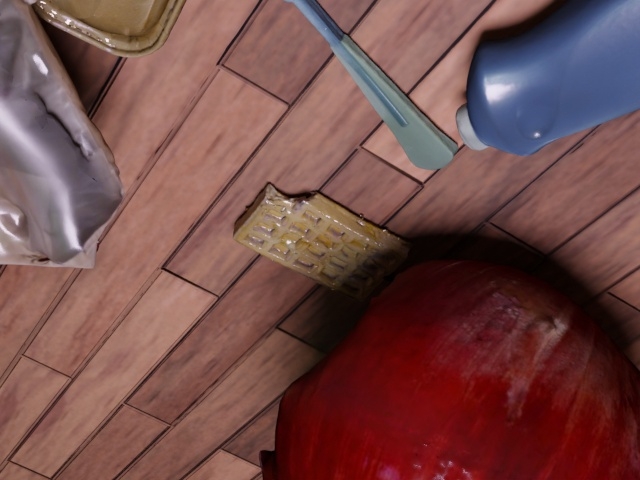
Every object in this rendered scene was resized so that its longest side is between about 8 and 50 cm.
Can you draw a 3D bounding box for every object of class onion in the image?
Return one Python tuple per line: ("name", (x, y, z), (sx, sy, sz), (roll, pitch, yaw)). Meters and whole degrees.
("onion", (0.135, 0.187, 0.813), (0.341, 0.341, 0.341), (8, 138, 7))

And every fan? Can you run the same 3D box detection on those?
("fan", (0.033, -0.116, 0.728), (0.038, 0.016, 0.193), (-21, 128, 36))

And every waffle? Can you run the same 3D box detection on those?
("waffle", (0.000, 0.000, 0.861), (0.135, 0.021, 0.092), (28, 138, -16))

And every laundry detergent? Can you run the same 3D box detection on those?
("laundry detergent", (0.169, -0.113, 0.661), (0.206, 0.061, 0.096), (-27, 132, 38))

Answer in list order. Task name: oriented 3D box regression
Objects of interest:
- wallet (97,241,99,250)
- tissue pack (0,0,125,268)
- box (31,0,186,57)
("wallet", (-0.302, -0.050, 0.875), (0.161, 0.042, 0.195), (-2, 136, 17))
("tissue pack", (-0.360, -0.127, 0.667), (0.375, 0.195, 0.390), (-4, 127, 25))
("box", (-0.121, -0.193, 0.622), (0.111, 0.111, 0.177), (25, 140, -11))
